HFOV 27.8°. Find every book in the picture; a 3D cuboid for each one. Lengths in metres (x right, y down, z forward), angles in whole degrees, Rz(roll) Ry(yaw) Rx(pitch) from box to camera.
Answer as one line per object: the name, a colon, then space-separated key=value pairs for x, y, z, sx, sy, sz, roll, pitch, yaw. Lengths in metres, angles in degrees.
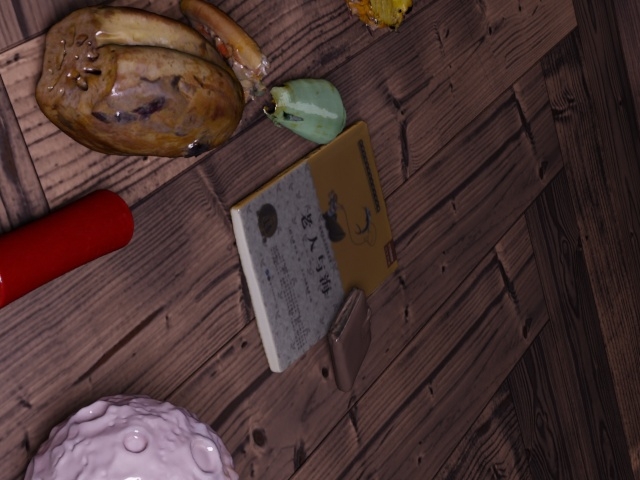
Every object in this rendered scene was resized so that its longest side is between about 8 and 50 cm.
book: x=0.000 y=0.000 z=2.000 sx=0.389 sy=0.032 sz=0.269 roll=-40 pitch=122 yaw=-50

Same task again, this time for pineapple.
pineapple: x=0.084 y=-0.441 z=2.131 sx=0.224 sy=0.076 sz=0.225 roll=5 pitch=85 yaw=-59

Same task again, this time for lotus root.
lotus root: x=-0.200 y=-0.186 z=1.582 sx=0.291 sy=0.193 sz=0.193 roll=9 pitch=79 yaw=-56

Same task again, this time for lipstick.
lipstick: x=-0.313 y=0.009 z=1.478 sx=0.241 sy=0.080 sz=0.080 roll=-31 pitch=112 yaw=-54

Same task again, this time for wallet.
wallet: x=0.045 y=0.152 z=2.014 sx=0.153 sy=0.038 sz=0.118 roll=78 pitch=34 yaw=-49

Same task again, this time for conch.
conch: x=-0.023 y=-0.206 z=1.954 sx=0.170 sy=0.079 sz=0.106 roll=12 pitch=62 yaw=-49

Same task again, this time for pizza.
pizza: x=-0.133 y=-0.227 z=1.762 sx=0.052 sy=0.185 sz=0.195 roll=-31 pitch=146 yaw=-23

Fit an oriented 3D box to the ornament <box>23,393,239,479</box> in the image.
ornament: x=-0.219 y=0.298 z=1.442 sx=0.225 sy=0.259 sz=0.260 roll=15 pitch=70 yaw=-16
